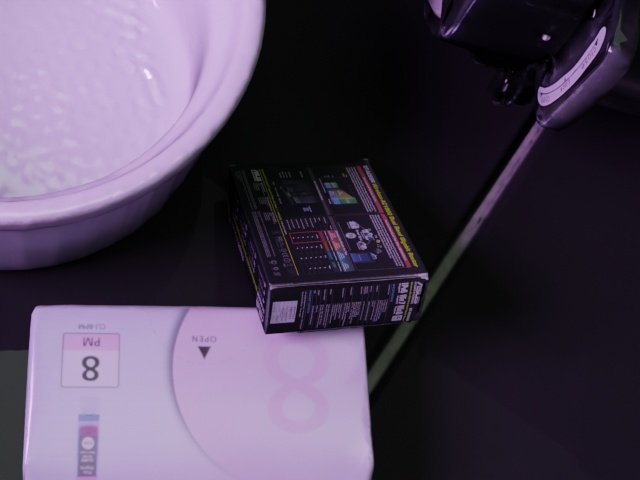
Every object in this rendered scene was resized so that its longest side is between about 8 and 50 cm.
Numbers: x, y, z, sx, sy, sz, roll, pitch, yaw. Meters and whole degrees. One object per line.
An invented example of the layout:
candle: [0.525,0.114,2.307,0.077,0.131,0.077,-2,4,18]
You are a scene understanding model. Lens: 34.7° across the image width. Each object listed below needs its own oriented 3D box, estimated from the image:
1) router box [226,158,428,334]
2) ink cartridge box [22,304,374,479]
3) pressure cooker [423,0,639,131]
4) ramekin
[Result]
router box: [0.000,0.000,0.606,0.092,0.038,0.122,-4,38,-15]
ink cartridge box: [-0.065,0.152,0.556,0.189,0.066,0.232,2,66,-14]
pressure cooker: [0.236,-0.245,0.615,0.420,0.375,0.370,15,24,-8]
ramekin: [-0.179,-0.117,0.581,0.277,0.135,0.277,5,69,-13]
